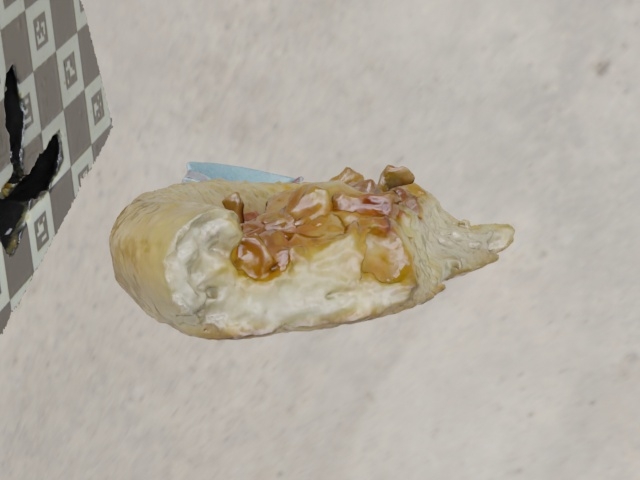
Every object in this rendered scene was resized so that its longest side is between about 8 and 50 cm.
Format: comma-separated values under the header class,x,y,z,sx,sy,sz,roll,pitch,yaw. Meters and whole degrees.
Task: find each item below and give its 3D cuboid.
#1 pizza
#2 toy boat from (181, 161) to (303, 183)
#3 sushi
class,x,y,z,sx,sy,sz,roll,pitch,yaw
pizza,-0.007,0.000,0.738,0.134,0.271,0.056,-2,92,23
toy boat,-0.070,-0.046,1.753,0.096,0.034,0.122,49,37,5
sushi,-0.213,-0.070,1.261,0.043,0.193,0.279,2,40,14
